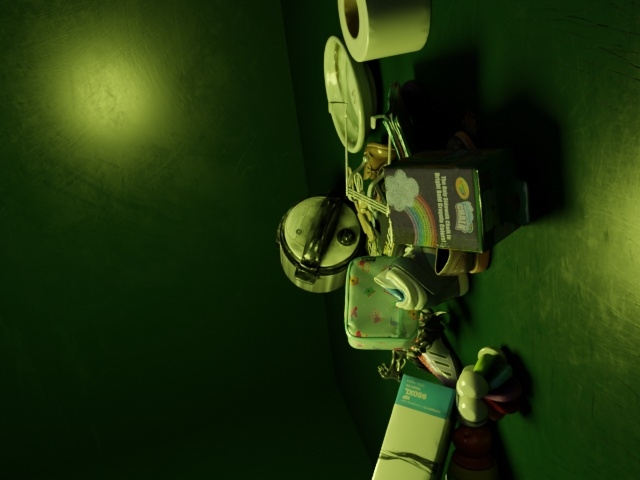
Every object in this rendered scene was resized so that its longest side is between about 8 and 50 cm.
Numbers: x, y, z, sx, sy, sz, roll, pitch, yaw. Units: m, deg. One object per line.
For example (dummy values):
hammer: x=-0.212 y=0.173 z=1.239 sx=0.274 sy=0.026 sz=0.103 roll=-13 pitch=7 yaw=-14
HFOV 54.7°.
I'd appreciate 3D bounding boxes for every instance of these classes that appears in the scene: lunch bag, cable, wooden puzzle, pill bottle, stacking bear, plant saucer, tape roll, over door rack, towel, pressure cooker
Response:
lunch bag: x=0.186 y=0.172 z=1.788 sx=0.108 sy=0.224 sz=0.279 roll=70 pitch=-158 yaw=-60
cable: x=0.328 y=0.361 z=2.072 sx=0.184 sy=0.047 sz=0.151 roll=32 pitch=-139 yaw=-43
wooden puzzle: x=0.349 y=-0.271 z=1.432 sx=0.083 sy=0.006 sz=0.049 roll=-122 pitch=21 yaw=-60
pill bottle: x=0.422 y=0.426 z=1.706 sx=0.094 sy=0.094 sz=0.169 roll=-117 pitch=17 yaw=-52
stacking bear: x=0.436 y=0.656 z=1.785 sx=0.164 sy=0.175 sz=0.289 roll=14 pitch=109 yaw=53
plant saucer: x=0.115 y=-0.507 z=2.132 sx=0.400 sy=0.100 sz=0.401 roll=167 pitch=90 yaw=-81
tape roll: x=0.157 y=-0.596 z=1.588 sx=0.246 sy=0.169 sz=0.246 roll=166 pitch=90 yaw=-80
over door rack: x=0.152 y=-0.234 z=1.761 sx=0.239 sy=0.108 sz=0.324 roll=33 pitch=142 yaw=53
towel: x=0.220 y=-0.243 z=1.578 sx=0.370 sy=0.040 sz=0.272 roll=-74 pitch=-34 yaw=-63
pressure cooker: x=0.006 y=0.000 z=2.652 sx=0.420 sy=0.375 sz=0.370 roll=97 pitch=151 yaw=-69

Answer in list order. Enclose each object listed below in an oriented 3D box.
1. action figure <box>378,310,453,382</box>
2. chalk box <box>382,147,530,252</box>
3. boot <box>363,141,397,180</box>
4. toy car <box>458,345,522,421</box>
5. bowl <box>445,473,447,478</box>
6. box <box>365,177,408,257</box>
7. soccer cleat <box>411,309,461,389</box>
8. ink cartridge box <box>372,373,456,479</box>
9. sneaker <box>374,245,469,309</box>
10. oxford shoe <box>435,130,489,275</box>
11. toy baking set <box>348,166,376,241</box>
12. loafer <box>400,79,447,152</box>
action figure: x=0.274 y=0.295 z=1.871 sx=0.141 sy=0.276 sz=0.164 roll=39 pitch=-167 yaw=23
chalk box: x=0.304 y=-0.089 z=1.291 sx=0.288 sy=0.179 sz=0.180 roll=7 pitch=113 yaw=40
boot: x=0.188 y=-0.249 z=1.963 sx=0.305 sy=0.112 sz=0.115 roll=-178 pitch=100 yaw=-88
toy car: x=0.429 y=0.365 z=1.525 sx=0.136 sy=0.159 sz=0.182 roll=17 pitch=127 yaw=37
bowl: x=0.461 y=0.789 z=2.020 sx=0.170 sy=0.080 sz=0.170 roll=167 pitch=90 yaw=-79
box: x=0.257 y=0.027 z=2.075 sx=0.395 sy=0.097 sz=0.318 roll=93 pitch=158 yaw=-56
soccer cleat: x=0.349 y=0.361 z=1.953 sx=0.109 sy=0.116 sz=0.318 roll=88 pitch=165 yaw=-49
ink cartridge box: x=0.280 y=0.631 z=1.822 sx=0.285 sy=0.166 sz=0.395 roll=60 pitch=-133 yaw=-61
sneaker: x=0.251 y=0.036 z=1.718 sx=0.130 sy=0.236 sz=0.323 roll=102 pitch=152 yaw=-67
oxford shoe: x=0.322 y=-0.075 z=1.476 sx=0.130 sy=0.132 sz=0.364 roll=-126 pitch=25 yaw=-66
toy baking set: x=0.147 y=-0.124 z=2.099 sx=0.197 sy=0.030 sz=0.256 roll=85 pitch=168 yaw=-52
loafer: x=0.281 y=-0.314 z=1.600 sx=0.080 sy=0.078 sz=0.220 roll=-11 pitch=105 yaw=39
